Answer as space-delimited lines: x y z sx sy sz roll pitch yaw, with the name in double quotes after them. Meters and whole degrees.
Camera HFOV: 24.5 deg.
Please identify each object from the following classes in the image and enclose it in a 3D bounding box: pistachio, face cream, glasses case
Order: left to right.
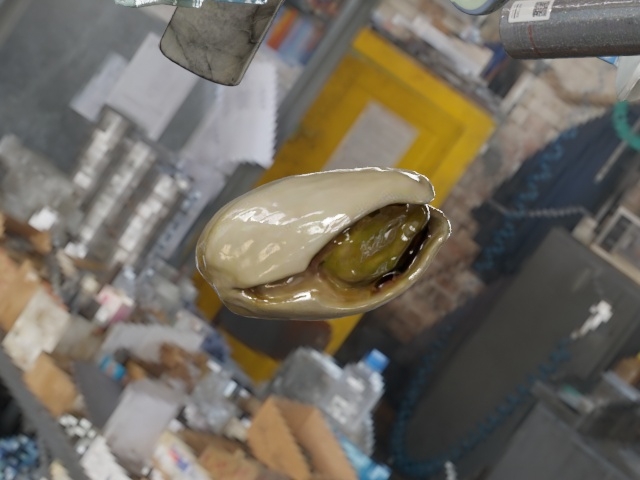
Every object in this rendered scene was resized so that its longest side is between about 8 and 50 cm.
-0.084 -0.319 1.720 0.114 0.299 0.060 24 36 -10 "glasses case"
0.000 0.000 1.358 0.153 0.237 0.138 -82 156 -45 "pistachio"
0.319 -0.230 1.547 0.283 0.073 0.073 4 -16 44 "face cream"

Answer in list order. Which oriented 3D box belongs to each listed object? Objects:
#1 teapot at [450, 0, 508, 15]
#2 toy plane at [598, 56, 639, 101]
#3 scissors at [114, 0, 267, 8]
0.106 -0.250 1.127 0.149 0.108 0.111 32 52 4 "teapot"
0.419 -0.274 1.686 0.267 0.267 0.122 36 21 6 "toy plane"
-0.129 -0.220 1.285 0.125 0.030 0.256 9 11 10 "scissors"
